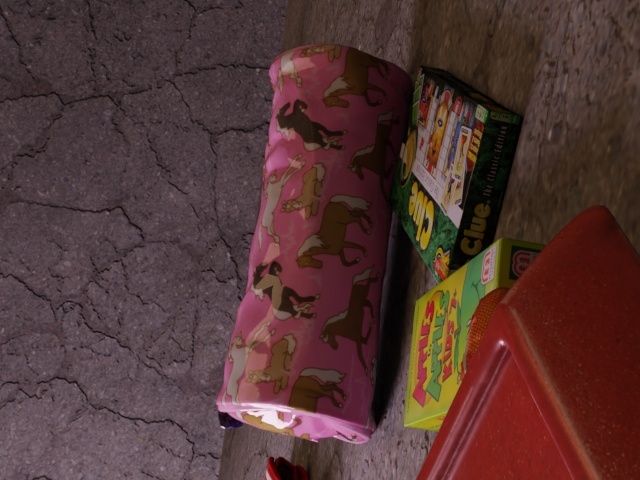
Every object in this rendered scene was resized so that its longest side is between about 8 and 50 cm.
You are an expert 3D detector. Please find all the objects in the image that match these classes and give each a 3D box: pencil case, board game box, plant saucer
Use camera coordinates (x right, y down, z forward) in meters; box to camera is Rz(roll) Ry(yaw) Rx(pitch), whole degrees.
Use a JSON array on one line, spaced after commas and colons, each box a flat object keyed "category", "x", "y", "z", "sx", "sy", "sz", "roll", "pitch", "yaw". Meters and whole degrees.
[{"category": "pencil case", "x": 0.000, "y": 0.000, "z": 1.056, "sx": 0.167, "sy": 0.160, "sz": 0.386, "roll": -7, "pitch": 70, "yaw": 45}, {"category": "board game box", "x": 0.099, "y": 0.067, "z": 0.676, "sx": 0.181, "sy": 0.043, "sz": 0.092, "roll": 126, "pitch": 152, "yaw": -72}, {"category": "plant saucer", "x": 0.090, "y": 0.162, "z": 0.404, "sx": 0.259, "sy": 0.048, "sz": 0.258, "roll": -108, "pitch": 26, "yaw": -44}, {"category": "board game box", "x": 0.100, "y": -0.059, "z": 0.870, "sx": 0.259, "sy": 0.030, "sz": 0.136, "roll": -110, "pitch": 28, "yaw": -74}]

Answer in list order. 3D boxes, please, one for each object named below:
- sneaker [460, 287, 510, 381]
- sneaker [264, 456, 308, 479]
[{"category": "sneaker", "x": 0.113, "y": 0.094, "z": 0.525, "sx": 0.067, "sy": 0.064, "sz": 0.175, "roll": 121, "pitch": 149, "yaw": -48}, {"category": "sneaker", "x": -0.059, "y": 0.345, "z": 1.389, "sx": 0.221, "sy": 0.087, "sz": 0.128, "roll": -17, "pitch": 55, "yaw": 68}]
